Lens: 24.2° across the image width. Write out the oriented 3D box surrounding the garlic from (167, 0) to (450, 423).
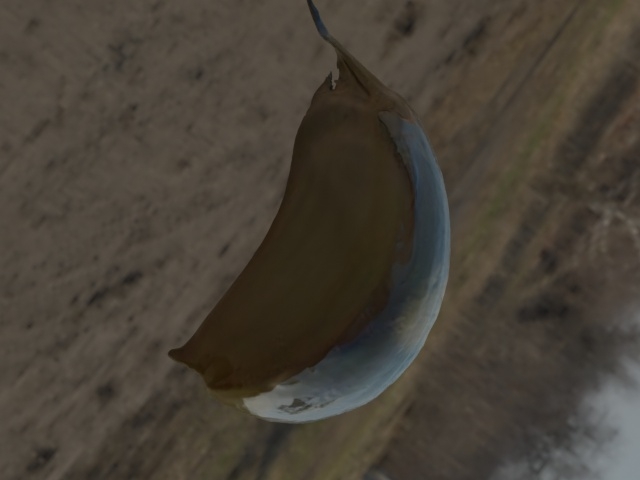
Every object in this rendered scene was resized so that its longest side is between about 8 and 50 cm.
[{"bbox_3d":[0.017,-0.005,1.205,0.151,0.196,0.338,-57,169,-85],"label":"garlic"}]
